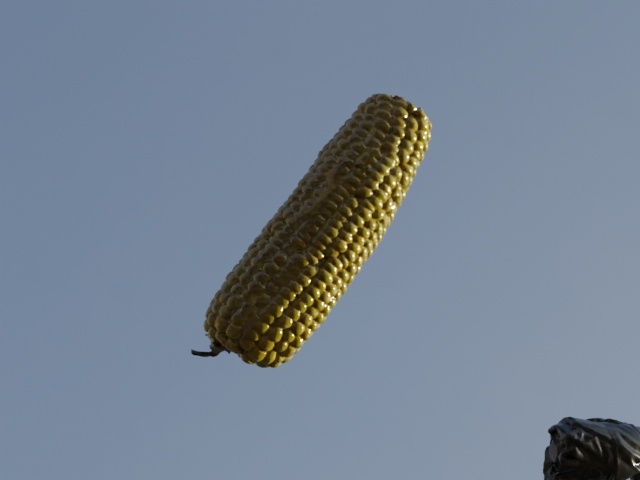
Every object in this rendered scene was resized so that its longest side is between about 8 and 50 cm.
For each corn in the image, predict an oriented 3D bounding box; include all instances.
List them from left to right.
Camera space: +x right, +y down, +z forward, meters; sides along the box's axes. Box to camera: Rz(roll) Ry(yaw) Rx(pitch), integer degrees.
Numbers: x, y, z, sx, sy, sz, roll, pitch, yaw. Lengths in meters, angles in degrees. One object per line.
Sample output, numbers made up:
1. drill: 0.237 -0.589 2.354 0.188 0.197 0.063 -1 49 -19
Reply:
1. corn: 0.000 0.000 1.587 0.101 0.310 0.101 37 -11 8

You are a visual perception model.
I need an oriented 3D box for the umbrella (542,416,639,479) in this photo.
1. umbrella: 0.307 0.186 1.516 0.236 0.059 0.066 1 -47 -20
